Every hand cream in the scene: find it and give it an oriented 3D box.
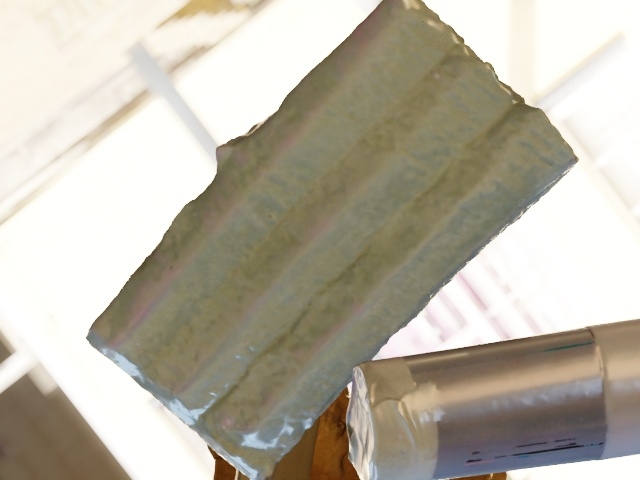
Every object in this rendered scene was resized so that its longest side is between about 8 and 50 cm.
[{"bbox_3d":[0.137,0.056,0.762,0.255,0.048,0.079,-8,142,-13],"label":"hand cream"}]

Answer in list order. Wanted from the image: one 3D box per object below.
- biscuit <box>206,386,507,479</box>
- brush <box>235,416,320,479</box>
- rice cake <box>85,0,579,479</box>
[{"bbox_3d":[0.024,0.181,1.535,0.248,0.184,0.035,-10,151,19],"label":"biscuit"},{"bbox_3d":[-0.014,0.084,1.349,0.048,0.054,0.282,-168,-91,-66],"label":"brush"},{"bbox_3d":[0.000,0.000,0.919,0.237,0.127,0.043,-48,176,17],"label":"rice cake"}]
